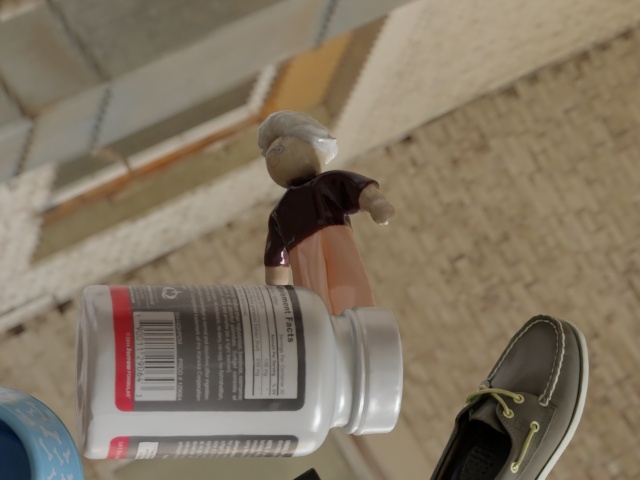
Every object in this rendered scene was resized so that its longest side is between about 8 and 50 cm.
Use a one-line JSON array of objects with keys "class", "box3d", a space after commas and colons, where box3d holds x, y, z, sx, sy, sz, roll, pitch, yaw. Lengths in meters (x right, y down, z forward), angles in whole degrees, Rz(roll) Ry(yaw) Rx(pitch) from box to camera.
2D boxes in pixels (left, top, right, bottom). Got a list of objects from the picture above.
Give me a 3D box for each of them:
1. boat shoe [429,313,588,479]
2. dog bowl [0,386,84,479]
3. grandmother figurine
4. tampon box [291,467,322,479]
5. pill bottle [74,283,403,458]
[{"class": "boat shoe", "box3d": [0.191, 0.208, 2.075, 0.109, 0.305, 0.091, 12, -19, 43]}, {"class": "dog bowl", "box3d": [-0.335, 0.234, 1.587, 0.166, 0.297, 0.074, 56, 0, 14]}, {"class": "grandmother figurine", "box3d": [0.000, 0.000, 2.215, 0.208, 0.104, 0.342, -30, -120, 25]}, {"class": "tampon box", "box3d": [-0.012, 0.345, 2.254, 0.120, 0.101, 0.161, 57, -4, 14]}, {"class": "pill bottle", "box3d": [-0.085, 0.132, 1.991, 0.176, 0.318, 0.176, -179, -90, -78]}]
